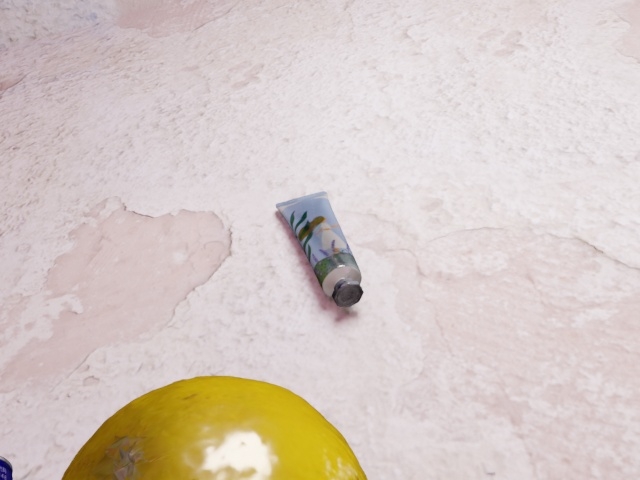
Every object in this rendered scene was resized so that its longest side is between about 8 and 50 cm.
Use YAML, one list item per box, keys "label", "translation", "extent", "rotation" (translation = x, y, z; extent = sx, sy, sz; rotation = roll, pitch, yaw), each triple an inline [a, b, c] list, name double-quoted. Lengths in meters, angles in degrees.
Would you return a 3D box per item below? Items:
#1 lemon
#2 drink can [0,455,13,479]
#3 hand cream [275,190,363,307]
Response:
- label: "lemon"
  translation: [-0.087, 0.260, 0.495]
  extent: [0.297, 0.297, 0.297]
  rotation: [-9, 44, 8]
- label: "drink can"
  translation: [-0.382, 0.354, 0.619]
  extent: [0.097, 0.097, 0.235]
  rotation: [-23, 45, -7]
- label: "hand cream"
  translation: [0.000, 0.000, 0.896]
  extent: [0.091, 0.058, 0.271]
  rotation: [-18, 38, -6]
